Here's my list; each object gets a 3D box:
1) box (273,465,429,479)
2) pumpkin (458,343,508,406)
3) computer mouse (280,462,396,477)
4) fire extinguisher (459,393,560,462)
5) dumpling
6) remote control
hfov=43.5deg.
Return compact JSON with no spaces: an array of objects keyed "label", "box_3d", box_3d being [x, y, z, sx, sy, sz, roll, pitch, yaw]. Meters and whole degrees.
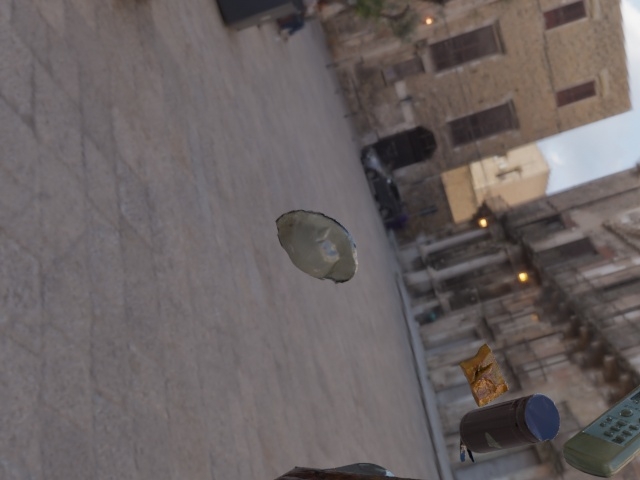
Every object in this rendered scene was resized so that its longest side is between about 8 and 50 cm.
[{"label":"box","box_3d":[0.014,0.364,0.898,0.415,0.264,0.116,6,83,-71]},{"label":"pumpkin","box_3d":[0.310,0.254,1.508,0.101,0.073,0.035,63,-18,1]},{"label":"computer mouse","box_3d":[0.003,0.576,1.793,0.167,0.378,0.090,-90,180,-77]},{"label":"fire extinguisher","box_3d":[0.447,0.478,2.014,0.337,0.114,0.136,-35,-124,57]},{"label":"dumpling","box_3d":[0.000,0.000,2.050,0.247,0.172,0.142,37,45,-1]},{"label":"remote control","box_3d":[0.496,0.301,1.293,0.098,0.233,0.038,10,-59,57]}]
